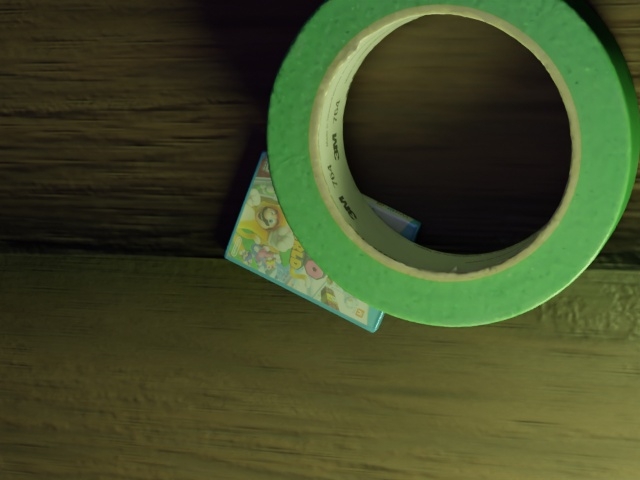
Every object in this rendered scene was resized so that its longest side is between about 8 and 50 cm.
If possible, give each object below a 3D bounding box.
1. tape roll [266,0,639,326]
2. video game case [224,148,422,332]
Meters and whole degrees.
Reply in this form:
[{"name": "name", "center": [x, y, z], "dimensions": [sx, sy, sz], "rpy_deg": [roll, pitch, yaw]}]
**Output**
[{"name": "tape roll", "center": [0.113, -0.088, 1.291], "dimensions": [0.321, 0.077, 0.321], "rpy_deg": [4, 104, 18]}, {"name": "video game case", "center": [0.000, 0.000, 1.402], "dimensions": [0.166, 0.015, 0.119], "rpy_deg": [26, 112, 11]}]
